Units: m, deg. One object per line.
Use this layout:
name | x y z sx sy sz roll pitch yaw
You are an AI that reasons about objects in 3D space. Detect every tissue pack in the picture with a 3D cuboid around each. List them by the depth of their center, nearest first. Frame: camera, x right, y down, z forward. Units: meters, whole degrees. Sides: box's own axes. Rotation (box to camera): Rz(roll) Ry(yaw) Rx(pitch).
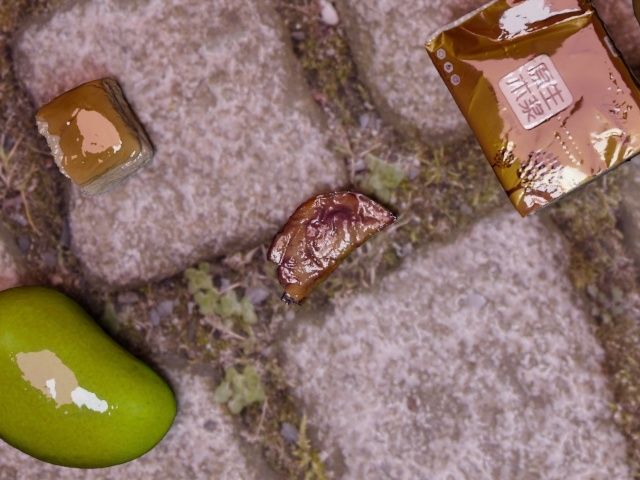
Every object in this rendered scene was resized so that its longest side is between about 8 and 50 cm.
tissue pack | 0.241 -0.163 1.867 0.183 0.092 0.226 -30 87 18

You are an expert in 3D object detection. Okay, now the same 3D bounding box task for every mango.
mango | -0.312 0.172 2.055 0.273 0.149 0.185 40 104 7

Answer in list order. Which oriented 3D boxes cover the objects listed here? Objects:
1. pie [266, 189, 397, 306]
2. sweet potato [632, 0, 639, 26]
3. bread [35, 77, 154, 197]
pie | 0.000 0.000 1.991 0.092 0.034 0.170 46 107 6
sweet potato | 0.383 -0.182 1.836 0.069 0.059 0.250 -14 78 -1
bread | -0.269 -0.125 2.047 0.106 0.082 0.125 -32 81 25
